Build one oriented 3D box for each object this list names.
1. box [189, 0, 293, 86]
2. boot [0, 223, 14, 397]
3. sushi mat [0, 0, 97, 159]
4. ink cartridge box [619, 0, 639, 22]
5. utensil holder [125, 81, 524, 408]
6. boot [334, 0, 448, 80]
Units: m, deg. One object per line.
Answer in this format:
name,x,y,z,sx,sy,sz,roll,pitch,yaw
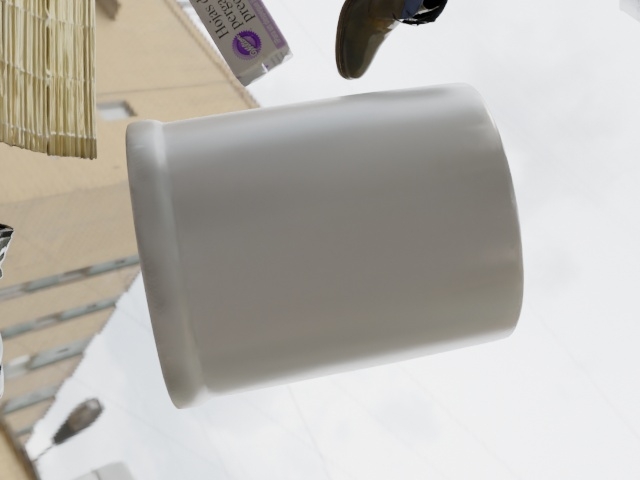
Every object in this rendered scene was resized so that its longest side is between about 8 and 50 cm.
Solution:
box,-0.137,-0.309,1.001,0.063,0.067,0.324,-31,-91,4
boot,-0.279,0.092,0.714,0.083,0.246,0.161,9,-62,-7
sushi mat,-0.305,-0.247,1.099,0.019,0.151,0.316,-7,-99,32
ink cartridge box,0.492,-0.230,1.109,0.309,0.272,0.130,41,-79,13
utensil holder,0.000,0.000,1.144,0.327,0.386,0.327,171,-90,-85
boot,0.091,-0.285,1.261,0.106,0.082,0.219,42,-56,36
